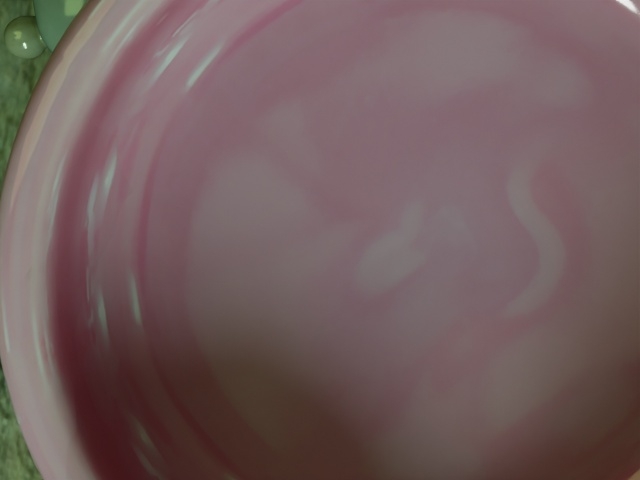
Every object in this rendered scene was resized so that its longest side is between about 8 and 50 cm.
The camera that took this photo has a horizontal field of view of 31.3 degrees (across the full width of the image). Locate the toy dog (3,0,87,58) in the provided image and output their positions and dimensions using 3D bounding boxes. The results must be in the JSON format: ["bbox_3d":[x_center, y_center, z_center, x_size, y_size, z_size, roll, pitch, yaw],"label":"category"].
[{"bbox_3d":[-0.240,-0.250,0.714,0.161,0.220,0.333,-27,60,4],"label":"toy dog"}]

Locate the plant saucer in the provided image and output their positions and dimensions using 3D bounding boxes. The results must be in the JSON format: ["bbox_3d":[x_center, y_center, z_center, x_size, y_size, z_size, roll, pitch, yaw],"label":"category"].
[{"bbox_3d":[0.049,0.014,0.441,0.332,0.084,0.332,0,100,-2],"label":"plant saucer"}]
